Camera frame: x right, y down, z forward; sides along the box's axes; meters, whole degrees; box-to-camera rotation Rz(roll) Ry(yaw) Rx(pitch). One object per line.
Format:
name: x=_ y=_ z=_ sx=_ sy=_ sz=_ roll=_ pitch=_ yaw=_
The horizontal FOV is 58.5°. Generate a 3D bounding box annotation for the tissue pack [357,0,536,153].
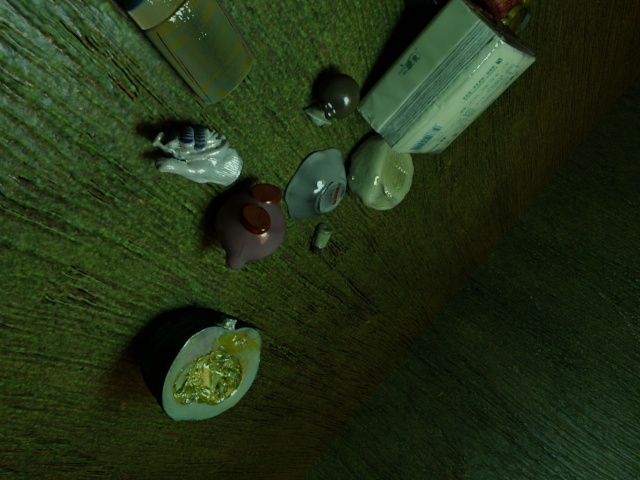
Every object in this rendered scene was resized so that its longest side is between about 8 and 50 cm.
tissue pack: x=0.326 y=-0.410 z=1.480 sx=0.380 sy=0.207 sz=0.297 roll=-45 pitch=160 yaw=30

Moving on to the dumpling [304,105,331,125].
dumpling: x=0.000 y=-0.297 z=1.379 sx=0.043 sy=0.059 sz=0.077 roll=-41 pitch=147 yaw=1

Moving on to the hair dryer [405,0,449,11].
hair dryer: x=0.302 y=-0.703 z=1.344 sx=0.244 sy=0.116 sz=0.302 roll=-41 pitch=138 yaw=-20

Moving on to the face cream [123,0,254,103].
face cream: x=-0.221 y=-0.365 z=0.980 sx=0.139 sy=0.067 sz=0.285 roll=-50 pitch=152 yaw=-5

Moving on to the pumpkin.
pumpkin: x=-0.316 y=0.287 z=1.441 sx=0.293 sy=0.197 sz=0.263 roll=19 pitch=94 yaw=-53

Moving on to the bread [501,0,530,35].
bread: x=0.574 y=-0.675 z=1.758 sx=0.233 sy=0.088 sz=0.160 roll=-44 pitch=145 yaw=-20

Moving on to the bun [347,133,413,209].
bun: x=0.166 y=-0.194 z=1.659 sx=0.229 sy=0.145 sz=0.229 roll=3 pitch=87 yaw=-49

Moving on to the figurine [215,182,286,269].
figurine: x=-0.164 y=-0.030 z=1.334 sx=0.173 sy=0.173 sz=0.173 roll=-35 pitch=147 yaw=-28

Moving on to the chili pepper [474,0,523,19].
chili pepper: x=0.470 y=-0.725 z=1.554 sx=0.144 sy=0.136 sz=0.253 roll=-14 pitch=149 yaw=25

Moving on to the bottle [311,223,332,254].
bottle: x=-0.002 y=0.000 z=1.723 sx=0.063 sy=0.047 sz=0.101 roll=10 pitch=125 yaw=-18

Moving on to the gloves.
gloves: x=-0.245 y=-0.170 z=1.134 sx=0.119 sy=0.097 sz=0.229 roll=-61 pitch=155 yaw=5

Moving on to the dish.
dish: x=0.009 y=-0.135 z=1.549 sx=0.229 sy=0.081 sz=0.229 roll=-36 pitch=147 yaw=-28

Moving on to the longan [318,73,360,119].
longan: x=0.040 y=-0.337 z=1.348 sx=0.119 sy=0.106 sz=0.106 roll=-56 pitch=154 yaw=-22
